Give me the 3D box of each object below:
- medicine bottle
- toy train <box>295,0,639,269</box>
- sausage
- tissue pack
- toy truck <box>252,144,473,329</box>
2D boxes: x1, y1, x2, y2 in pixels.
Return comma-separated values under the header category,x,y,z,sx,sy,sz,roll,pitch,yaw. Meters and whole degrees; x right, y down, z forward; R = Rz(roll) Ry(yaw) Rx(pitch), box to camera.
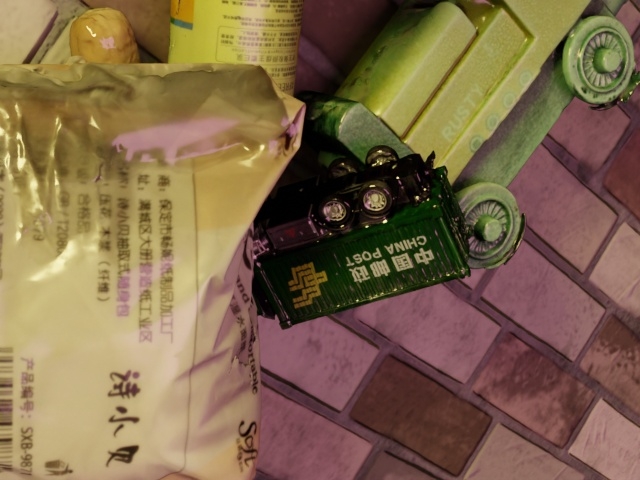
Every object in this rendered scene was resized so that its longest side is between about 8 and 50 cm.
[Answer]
category,x,y,z,sx,sy,sz,roll,pitch,yaw
medicine bottle,-0.075,-0.198,1.124,0.124,0.124,0.239,-5,112,-35
toy train,0.146,-0.152,1.291,0.253,0.160,0.397,41,83,-33
sausage,-0.178,-0.059,1.142,0.066,0.066,0.301,-18,119,-30
tissue pack,-0.216,0.040,1.036,0.390,0.195,0.376,1,105,-10
toy truck,0.000,0.000,1.191,0.259,0.088,0.121,-16,119,19
